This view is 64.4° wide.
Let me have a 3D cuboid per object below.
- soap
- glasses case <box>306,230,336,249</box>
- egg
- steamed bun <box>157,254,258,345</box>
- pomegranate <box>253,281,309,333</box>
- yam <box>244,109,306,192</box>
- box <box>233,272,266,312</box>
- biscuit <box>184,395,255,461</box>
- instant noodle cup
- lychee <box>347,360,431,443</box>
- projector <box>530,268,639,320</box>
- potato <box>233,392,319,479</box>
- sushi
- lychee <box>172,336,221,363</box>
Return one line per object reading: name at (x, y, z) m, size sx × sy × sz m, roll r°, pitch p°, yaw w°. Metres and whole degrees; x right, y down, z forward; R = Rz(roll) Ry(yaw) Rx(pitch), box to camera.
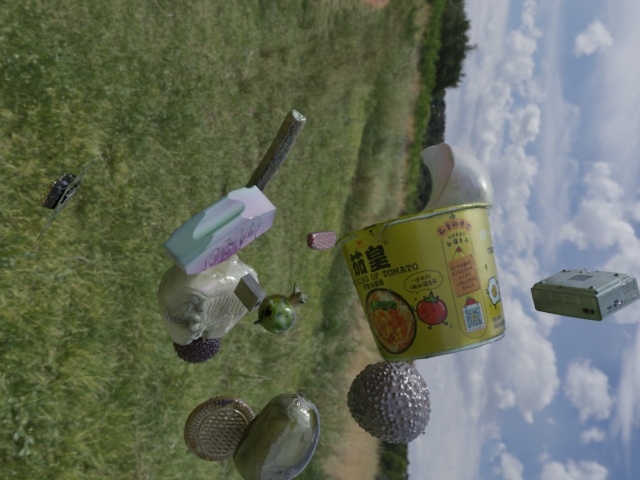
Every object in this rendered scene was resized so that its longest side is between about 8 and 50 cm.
soap at (-0.284, -0.026, 1.455) m, size 0.324 × 0.109 × 0.193 m, roll -36°, pitch 165°, yaw -25°
glasses case at (0.000, 0.000, 2.010) m, size 0.194 × 0.049 × 0.073 m, roll -6°, pitch 95°, yaw -60°
egg at (0.363, -0.128, 1.317) m, size 0.162 × 0.206 × 0.271 m, roll 165°, pitch -66°, yaw -79°
steamed bun at (-0.398, 0.175, 1.724) m, size 0.352 × 0.247 × 0.339 m, roll -22°, pitch 148°, yaw -49°
pomegranate at (-0.145, 0.244, 1.879) m, size 0.220 × 0.156 × 0.156 m, roll -59°, pitch 178°, yaw 11°
yam at (-0.170, -0.301, 1.848) m, size 0.371 × 0.083 × 0.083 m, roll -58°, pitch 179°, yaw 12°
box at (-0.193, 0.145, 1.395) m, size 0.035 × 0.083 × 0.079 m, roll -29°, pitch 162°, yaw -42°
biscuit at (-0.353, 0.663, 1.787) m, size 0.079 × 0.259 × 0.259 m, roll -151°, pitch -118°, yaw -69°
instant noodle cup at (0.210, 0.087, 1.008) m, size 0.325 × 0.325 × 0.254 m, roll 46°, pitch 32°, yaw -82°
lychee at (0.232, 0.550, 1.733) m, size 0.300 × 0.300 × 0.300 m, roll 4°, pitch 90°, yaw -84°
projector at (0.493, 0.096, 0.954) m, size 0.147 × 0.115 × 0.061 m, roll 2°, pitch -72°, yaw 66°
potato at (-0.134, 0.666, 1.682) m, size 0.326 × 0.221 × 0.243 m, roll -47°, pitch 123°, yaw -12°
sushi at (-0.657, -0.121, 1.271) m, size 0.192 × 0.050 × 0.215 m, roll -49°, pitch -159°, yaw 21°
lychee at (-0.478, 0.389, 1.957) m, size 0.188 × 0.188 × 0.188 m, roll 4°, pitch 90°, yaw -84°
